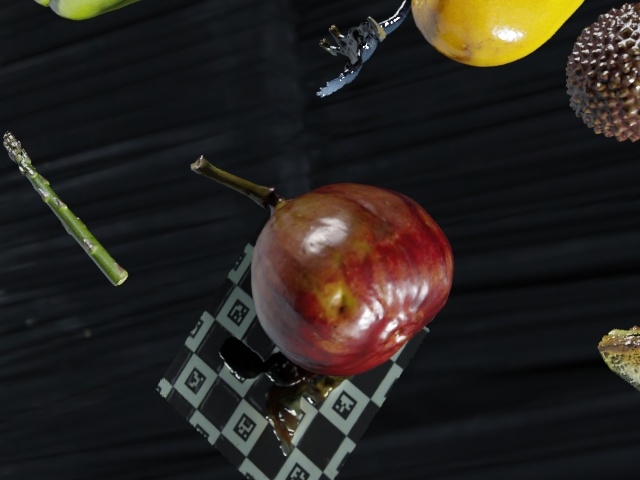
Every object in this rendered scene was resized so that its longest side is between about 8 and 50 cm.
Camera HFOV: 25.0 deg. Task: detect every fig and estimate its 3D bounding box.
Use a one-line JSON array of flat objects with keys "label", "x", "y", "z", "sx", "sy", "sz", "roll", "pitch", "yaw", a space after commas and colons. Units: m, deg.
[{"label": "fig", "x": 0.005, "y": 0.014, "z": 1.460, "sx": 0.203, "sy": 0.249, "sz": 0.186, "roll": -32, "pitch": 144, "yaw": -18}]

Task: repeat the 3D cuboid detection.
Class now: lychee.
[{"label": "lychee", "x": 0.408, "y": -0.220, "z": 1.892, "sx": 0.188, "sy": 0.188, "sz": 0.188, "roll": 32, "pitch": 52, "yaw": -53}]

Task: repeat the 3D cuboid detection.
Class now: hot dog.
[{"label": "hot dog", "x": 0.493, "y": 0.190, "z": 1.909, "sx": 0.261, "sy": 0.123, "sz": 0.093, "roll": 42, "pitch": 36, "yaw": 3}]

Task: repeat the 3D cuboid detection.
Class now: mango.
[{"label": "mango", "x": 0.191, "y": -0.260, "z": 1.457, "sx": 0.219, "sy": 0.112, "sz": 0.145, "roll": -29, "pitch": 98, "yaw": -25}]

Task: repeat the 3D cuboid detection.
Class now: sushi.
[{"label": "sushi", "x": -0.036, "y": 0.183, "z": 2.135, "sx": 0.064, "sy": 0.359, "sz": 0.343, "roll": 22, "pitch": 103, "yaw": -54}]

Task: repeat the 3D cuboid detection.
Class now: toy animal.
[{"label": "toy animal", "x": 0.051, "y": -0.245, "z": 1.796, "sx": 0.062, "sy": 0.108, "sz": 0.220, "roll": 51, "pitch": 59, "yaw": -20}]

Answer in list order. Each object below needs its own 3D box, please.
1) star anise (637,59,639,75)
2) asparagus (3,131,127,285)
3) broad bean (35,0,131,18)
[{"label": "star anise", "x": 0.468, "y": -0.101, "z": 1.588, "sx": 0.346, "sy": 0.237, "sz": 0.148, "roll": 36, "pitch": 27, "yaw": -29}, {"label": "asparagus", "x": -0.312, "y": -0.040, "z": 1.736, "sx": 0.248, "sy": 0.024, "sz": 0.025, "roll": 49, "pitch": -12, "yaw": 16}, {"label": "broad bean", "x": -0.282, "y": -0.392, "z": 2.032, "sx": 0.291, "sy": 0.238, "sz": 0.119, "roll": -30, "pitch": 90, "yaw": -52}]
